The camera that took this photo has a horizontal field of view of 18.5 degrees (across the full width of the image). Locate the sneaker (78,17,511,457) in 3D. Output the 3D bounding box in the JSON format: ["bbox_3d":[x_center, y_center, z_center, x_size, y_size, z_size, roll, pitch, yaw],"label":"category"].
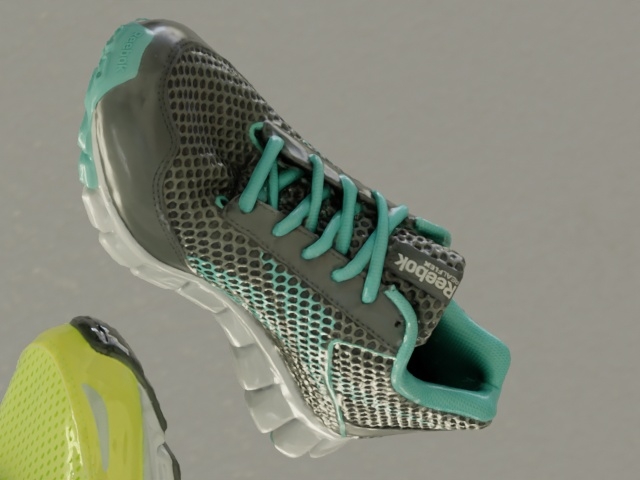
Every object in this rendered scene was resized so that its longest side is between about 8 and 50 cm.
[{"bbox_3d":[0.000,0.000,0.517,0.166,0.076,0.065,52,-132,-45],"label":"sneaker"}]

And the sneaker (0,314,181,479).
[{"bbox_3d":[-0.108,0.115,0.549,0.094,0.081,0.208,15,-76,-32],"label":"sneaker"}]
